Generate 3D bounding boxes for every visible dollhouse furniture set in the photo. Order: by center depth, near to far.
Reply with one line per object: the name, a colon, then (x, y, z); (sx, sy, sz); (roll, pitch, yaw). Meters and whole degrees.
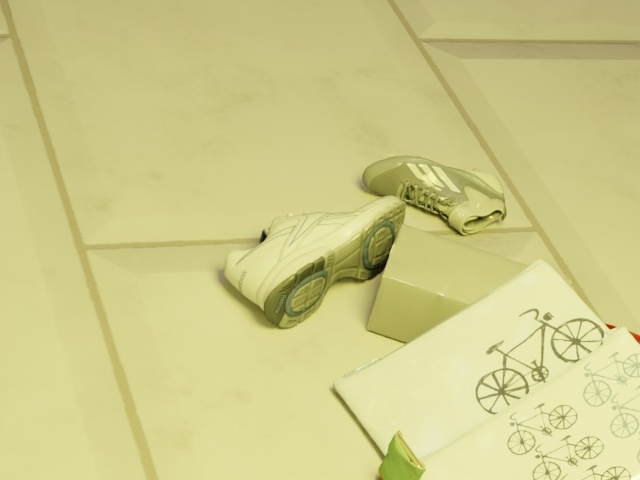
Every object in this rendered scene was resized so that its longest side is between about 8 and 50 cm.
dollhouse furniture set: (0.090, 0.288, 1.696); (0.058, 0.076, 0.152); (-12, 45, -28)

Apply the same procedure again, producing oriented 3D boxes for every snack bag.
snack bag: (0.225, 0.190, 1.781); (0.323, 0.037, 0.342); (-31, 50, -7)

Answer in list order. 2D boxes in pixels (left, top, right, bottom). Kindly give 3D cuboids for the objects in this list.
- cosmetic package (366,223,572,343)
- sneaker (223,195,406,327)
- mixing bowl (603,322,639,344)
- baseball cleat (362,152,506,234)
cosmetic package: (0.190, 0.081, 1.978); (0.238, 0.107, 0.127); (17, 37, 8)
sneaker: (0.000, 0.000, 2.016); (0.129, 0.111, 0.297); (31, 38, 30)
mixing bowl: (0.391, 0.183, 1.891); (0.181, 0.098, 0.181); (23, 10, -4)
baseball cleat: (0.163, -0.064, 2.180); (0.205, 0.072, 0.109); (3, 45, -9)
